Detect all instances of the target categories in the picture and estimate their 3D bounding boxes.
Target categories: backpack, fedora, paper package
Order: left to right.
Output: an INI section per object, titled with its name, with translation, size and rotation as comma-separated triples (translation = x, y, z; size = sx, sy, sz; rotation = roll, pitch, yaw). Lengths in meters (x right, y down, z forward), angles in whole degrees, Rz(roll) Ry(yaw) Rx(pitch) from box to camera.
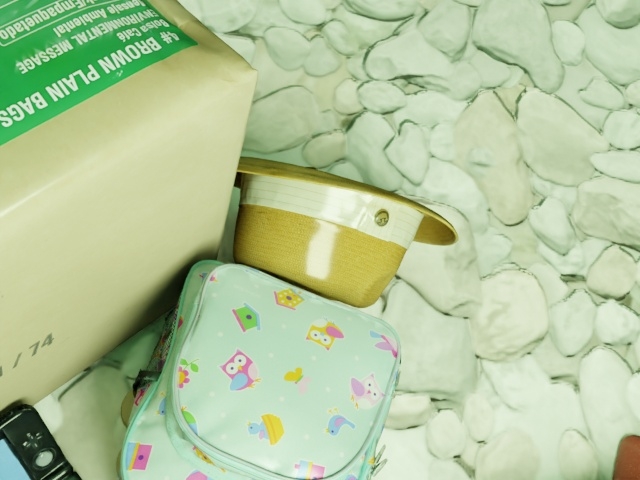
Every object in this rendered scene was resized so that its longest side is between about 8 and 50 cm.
[paper package]
translation = -0.222, 0.001, 0.567
size = 0.325, 0.309, 0.168
rotation = -35, 78, -24
[backpack]
translation = -0.041, 0.119, 0.627
size = 0.166, 0.144, 0.188
rotation = 22, 66, -6
[fedora]
translation = 0.000, 0.000, 0.695
size = 0.194, 0.194, 0.079
rotation = 15, 86, -3

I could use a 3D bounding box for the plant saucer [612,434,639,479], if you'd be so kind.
[plant saucer]
translation = 0.311, 0.288, 0.672
size = 0.259, 0.048, 0.258
rotation = 21, 64, 3

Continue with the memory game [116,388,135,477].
[memory game]
translation = -0.052, 0.143, 0.699
size = 0.186, 0.012, 0.186
rotation = 4, 65, -8

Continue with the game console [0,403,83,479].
[game console]
translation = -0.202, 0.185, 0.622
size = 0.122, 0.107, 0.071
rotation = -36, 48, -23
